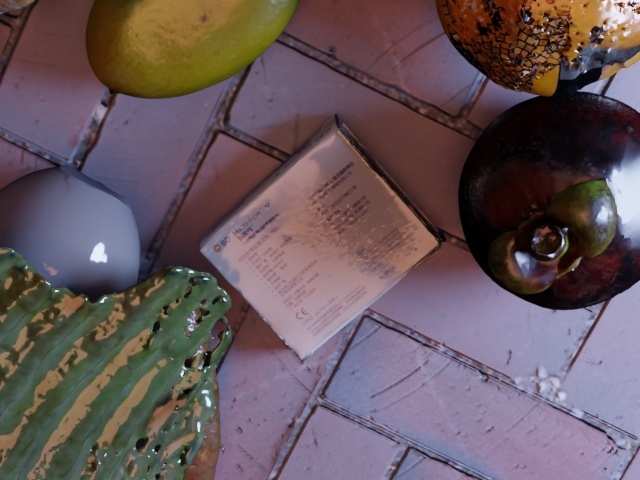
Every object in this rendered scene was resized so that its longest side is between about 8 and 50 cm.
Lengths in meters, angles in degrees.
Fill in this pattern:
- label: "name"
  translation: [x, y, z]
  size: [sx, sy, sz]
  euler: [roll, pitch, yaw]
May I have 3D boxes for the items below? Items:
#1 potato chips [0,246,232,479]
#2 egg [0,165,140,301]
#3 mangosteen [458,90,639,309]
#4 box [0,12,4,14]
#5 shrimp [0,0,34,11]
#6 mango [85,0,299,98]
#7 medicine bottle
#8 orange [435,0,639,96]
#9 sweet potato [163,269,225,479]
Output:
- label: "potato chips"
  translation: [-0.247, 0.189, 1.308]
  size: [0.373, 0.097, 0.389]
  euler: [4, 106, -36]
- label: "egg"
  translation: [-0.278, 0.042, 1.386]
  size: [0.176, 0.176, 0.232]
  euler: [26, 99, -4]
- label: "mangosteen"
  translation: [0.239, -0.039, 1.328]
  size: [0.216, 0.216, 0.216]
  euler: [1, 105, 2]
- label: "box"
  translation: [-0.292, -0.317, 1.350]
  size: [0.259, 0.071, 0.168]
  euler: [-19, 103, 7]
- label: "shrimp"
  translation: [-0.328, -0.320, 1.293]
  size: [0.126, 0.047, 0.223]
  euler: [-15, 105, 17]
- label: "mango"
  translation: [-0.117, -0.218, 1.358]
  size: [0.237, 0.091, 0.137]
  euler: [-16, 112, 7]
- label: "medicine bottle"
  translation: [0.000, 0.000, 1.429]
  size: [0.201, 0.052, 0.171]
  euler: [-42, 99, 13]
- label: "orange"
  translation: [0.218, -0.250, 1.280]
  size: [0.234, 0.182, 0.234]
  euler: [-3, 79, 13]
- label: "sweet potato"
  translation: [-0.136, 0.183, 1.478]
  size: [0.072, 0.066, 0.314]
  euler: [2, 102, -7]
